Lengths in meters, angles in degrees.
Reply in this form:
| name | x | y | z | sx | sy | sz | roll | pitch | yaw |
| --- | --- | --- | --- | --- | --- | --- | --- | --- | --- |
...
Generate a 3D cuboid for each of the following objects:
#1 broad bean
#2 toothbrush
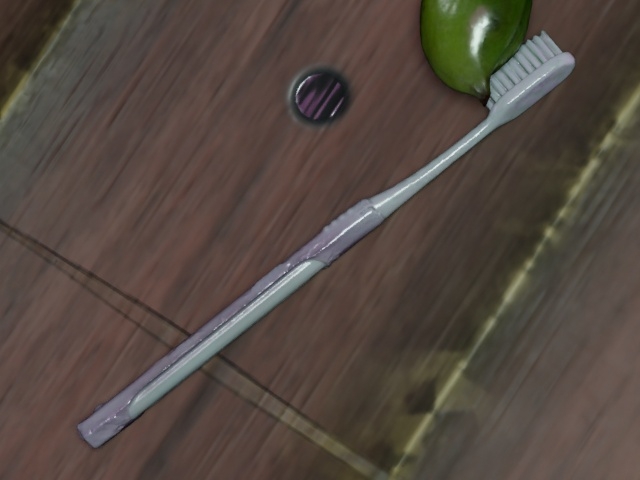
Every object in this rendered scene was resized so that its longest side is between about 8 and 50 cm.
| name | x | y | z | sx | sy | sz | roll | pitch | yaw |
| --- | --- | --- | --- | --- | --- | --- | --- | --- | --- |
| broad bean | 0.110 | -0.225 | 1.101 | 0.098 | 0.056 | 0.318 | -3 | 70 | 23 |
| toothbrush | 0.000 | 0.000 | 1.088 | 0.354 | 0.024 | 0.029 | -39 | 63 | 3 |
